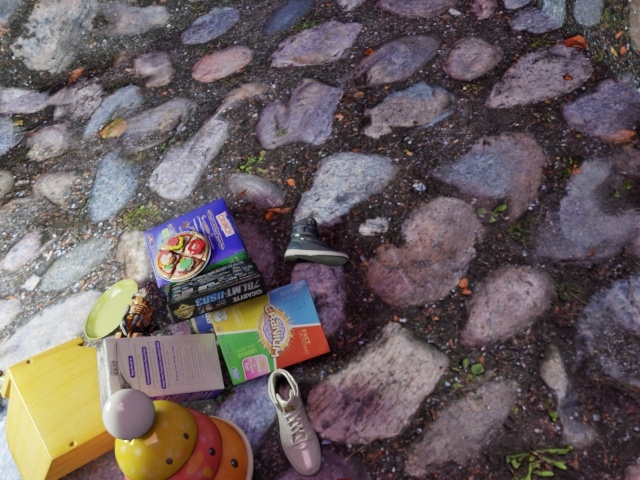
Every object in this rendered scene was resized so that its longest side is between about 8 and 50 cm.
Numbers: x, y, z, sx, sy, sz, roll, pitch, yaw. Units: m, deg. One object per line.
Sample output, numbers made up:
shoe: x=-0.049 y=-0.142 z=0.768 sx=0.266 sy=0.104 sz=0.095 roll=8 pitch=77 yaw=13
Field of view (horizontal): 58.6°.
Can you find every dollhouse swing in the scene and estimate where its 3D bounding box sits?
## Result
dollhouse swing: x=-0.775 y=0.557 z=1.731 sx=0.315 sy=0.304 sz=0.347 roll=-24 pitch=52 yaw=-34

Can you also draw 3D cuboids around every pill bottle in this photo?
pill bottle: x=-0.321 y=0.236 z=1.872 sx=0.219 sy=0.122 sz=0.122 roll=-17 pitch=56 yaw=1

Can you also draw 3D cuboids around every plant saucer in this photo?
plant saucer: x=-0.708 y=0.242 z=1.958 sx=0.241 sy=0.037 sz=0.240 roll=-23 pitch=41 yaw=22

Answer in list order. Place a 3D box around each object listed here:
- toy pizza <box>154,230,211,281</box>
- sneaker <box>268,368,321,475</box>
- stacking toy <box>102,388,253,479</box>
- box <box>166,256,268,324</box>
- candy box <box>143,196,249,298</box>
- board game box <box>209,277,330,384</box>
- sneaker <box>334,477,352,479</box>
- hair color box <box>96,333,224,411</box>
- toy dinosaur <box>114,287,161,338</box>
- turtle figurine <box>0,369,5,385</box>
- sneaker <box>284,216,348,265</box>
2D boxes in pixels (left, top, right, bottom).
toy pizza: x=-0.470 y=0.048 z=1.931 sx=0.202 sy=0.032 sz=0.201 roll=-6 pitch=56 yaw=9
sneaker: x=-0.083 y=0.511 z=1.618 sx=0.108 sy=0.169 sz=0.292 roll=-21 pitch=57 yaw=-4
stacking toy: x=-0.409 y=0.534 z=1.460 sx=0.351 sy=0.479 sz=0.350 roll=-11 pitch=47 yaw=12
box: x=-0.331 y=0.151 z=1.800 sx=0.296 sy=0.073 sz=0.293 roll=-18 pitch=11 yaw=-11
candy box: x=-0.436 y=0.030 z=2.030 sx=0.317 sy=0.122 sz=0.268 roll=-25 pitch=55 yaw=-3
board game box: x=-0.156 y=0.280 z=1.775 sx=0.317 sy=0.064 sz=0.242 roll=-20 pitch=88 yaw=-1
sneaker: x=0.015 y=0.701 z=1.548 sx=0.175 sy=0.064 sz=0.067 roll=-29 pitch=76 yaw=-1
hair color box: x=-0.474 y=0.387 z=1.697 sx=0.339 sy=0.110 sz=0.185 roll=4 pitch=56 yaw=-35
toy dinosaur: x=-0.597 y=0.321 z=1.818 sx=0.165 sy=0.218 sz=0.321 roll=20 pitch=65 yaw=22
turtle figurine: x=-1.145 y=0.416 z=1.864 sx=0.266 sy=0.198 sz=0.274 roll=33 pitch=111 yaw=10
sneaker: x=-0.001 y=-0.001 z=1.979 sx=0.226 sy=0.086 sz=0.163 roll=6 pitch=62 yaw=17
